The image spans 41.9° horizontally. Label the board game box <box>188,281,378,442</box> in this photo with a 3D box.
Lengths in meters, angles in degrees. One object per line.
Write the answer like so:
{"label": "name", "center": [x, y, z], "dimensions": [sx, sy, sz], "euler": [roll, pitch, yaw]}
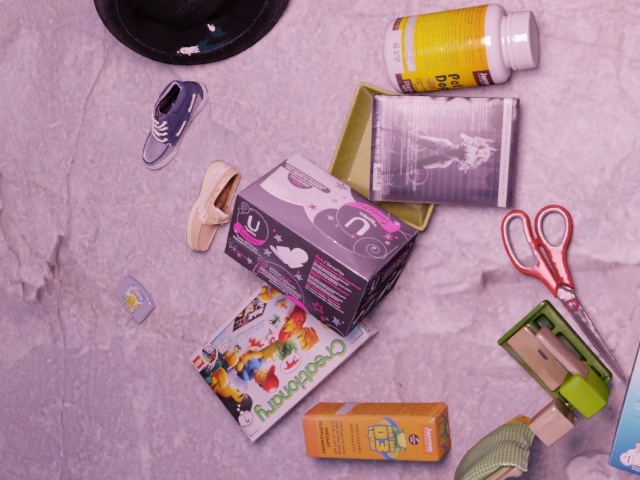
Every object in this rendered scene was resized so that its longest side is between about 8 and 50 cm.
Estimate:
{"label": "board game box", "center": [-0.070, 0.183, 1.454], "dimensions": [0.305, 0.053, 0.193], "euler": [-45, 77, 21]}

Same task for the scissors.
{"label": "scissors", "center": [0.359, 0.085, 1.253], "dimensions": [0.109, 0.021, 0.297], "euler": [-21, 78, 19]}

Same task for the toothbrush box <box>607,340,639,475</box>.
{"label": "toothbrush box", "center": [0.488, 0.154, 1.114], "dimensions": [0.126, 0.216, 0.295], "euler": [14, 99, 23]}

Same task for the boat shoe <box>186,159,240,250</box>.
{"label": "boat shoe", "center": [-0.187, -0.055, 1.480], "dimensions": [0.059, 0.063, 0.170], "euler": [23, 103, 27]}

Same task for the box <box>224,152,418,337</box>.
{"label": "box", "center": [0.000, 0.000, 1.323], "dimensions": [0.247, 0.163, 0.142], "euler": [35, 136, 15]}

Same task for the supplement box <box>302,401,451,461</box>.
{"label": "supplement box", "center": [0.092, 0.313, 1.381], "dimensions": [0.233, 0.080, 0.078], "euler": [-6, 95, 22]}

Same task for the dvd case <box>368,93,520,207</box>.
{"label": "dvd case", "center": [0.186, -0.138, 1.277], "dimensions": [0.221, 0.018, 0.164], "euler": [4, 99, 13]}

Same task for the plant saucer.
{"label": "plant saucer", "center": [0.120, -0.137, 1.345], "dimensions": [0.188, 0.045, 0.188], "euler": [24, 104, 20]}

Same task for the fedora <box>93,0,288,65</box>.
{"label": "fedora", "center": [-0.211, -0.450, 1.386], "dimensions": [0.334, 0.334, 0.152], "euler": [-25, 51, 24]}

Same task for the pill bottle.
{"label": "pill bottle", "center": [0.211, -0.287, 1.252], "dimensions": [0.215, 0.117, 0.117], "euler": [-2, 94, 25]}

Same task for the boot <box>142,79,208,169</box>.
{"label": "boot", "center": [-0.281, -0.208, 1.496], "dimensions": [0.069, 0.086, 0.190], "euler": [40, 109, 16]}

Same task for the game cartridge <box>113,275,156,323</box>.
{"label": "game cartridge", "center": [-0.353, 0.110, 1.596], "dimensions": [0.083, 0.017, 0.056], "euler": [47, 107, 13]}

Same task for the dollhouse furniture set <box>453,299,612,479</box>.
{"label": "dollhouse furniture set", "center": [0.261, 0.252, 1.233], "dimensions": [0.151, 0.197, 0.301], "euler": [48, 110, 12]}
